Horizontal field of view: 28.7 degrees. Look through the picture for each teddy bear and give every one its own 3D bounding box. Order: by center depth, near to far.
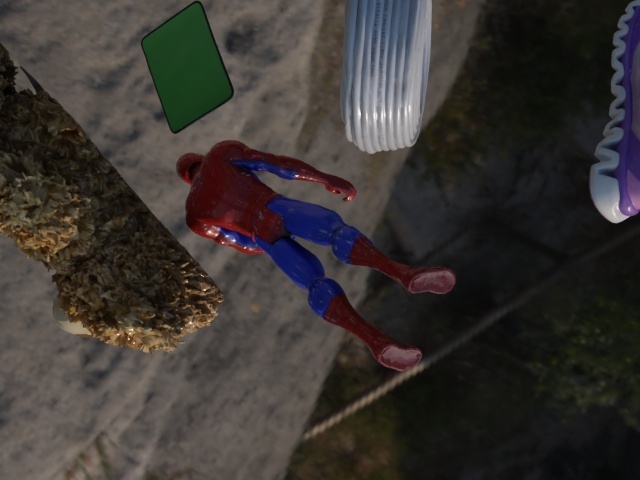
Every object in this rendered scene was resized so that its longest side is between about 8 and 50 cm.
[{"bbox_3d":[-0.219,-0.045,0.941,0.113,0.245,0.338,-40,119,-5],"label":"teddy bear"}]

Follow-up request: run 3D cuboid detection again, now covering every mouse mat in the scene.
[{"bbox_3d":[-0.229,-0.295,2.137,0.007,0.153,0.189,0,67,-56],"label":"mouse mat"}]

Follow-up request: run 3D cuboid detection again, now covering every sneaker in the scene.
[{"bbox_3d":[0.331,-0.129,1.195,0.095,0.105,0.236,28,69,-50],"label":"sneaker"}]

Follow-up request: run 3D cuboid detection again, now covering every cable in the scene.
[{"bbox_3d":[0.075,-0.222,1.371,0.089,0.257,0.257,5,115,5],"label":"cable"}]

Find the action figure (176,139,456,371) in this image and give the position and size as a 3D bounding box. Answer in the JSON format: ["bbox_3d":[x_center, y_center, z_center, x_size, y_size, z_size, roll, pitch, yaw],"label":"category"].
[{"bbox_3d":[0.000,0.000,0.947,0.139,0.280,0.091,11,107,-49],"label":"action figure"}]
